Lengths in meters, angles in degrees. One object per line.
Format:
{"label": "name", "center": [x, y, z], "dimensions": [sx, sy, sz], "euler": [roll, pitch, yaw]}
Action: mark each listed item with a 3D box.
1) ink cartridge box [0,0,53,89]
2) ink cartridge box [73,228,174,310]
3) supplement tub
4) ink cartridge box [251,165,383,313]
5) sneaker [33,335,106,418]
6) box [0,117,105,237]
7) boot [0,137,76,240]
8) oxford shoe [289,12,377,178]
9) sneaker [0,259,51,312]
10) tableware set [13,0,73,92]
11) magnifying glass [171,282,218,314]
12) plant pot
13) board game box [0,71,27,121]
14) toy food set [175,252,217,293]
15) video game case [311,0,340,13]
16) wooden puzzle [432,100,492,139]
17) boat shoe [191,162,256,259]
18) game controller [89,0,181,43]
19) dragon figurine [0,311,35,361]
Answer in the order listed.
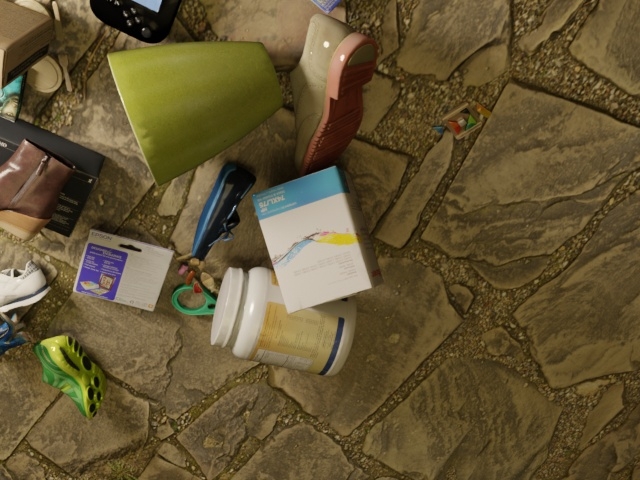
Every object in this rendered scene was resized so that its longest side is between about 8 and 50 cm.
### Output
{"label": "ink cartridge box", "center": [-0.651, -0.390, 1.525], "dimensions": [0.235, 0.193, 0.088], "euler": [21, 125, -1]}
{"label": "ink cartridge box", "center": [-0.476, 0.065, 1.991], "dimensions": [0.206, 0.045, 0.208], "euler": [16, 125, -14]}
{"label": "supplement tub", "center": [-0.091, 0.192, 1.990], "dimensions": [0.316, 0.228, 0.228], "euler": [14, 125, -12]}
{"label": "ink cartridge box", "center": [0.000, 0.000, 1.795], "dimensions": [0.197, 0.198, 0.270], "euler": [-18, 87, 10]}
{"label": "sneaker", "center": [-0.664, 0.357, 2.181], "dimensions": [0.123, 0.109, 0.295], "euler": [2, 131, 23]}
{"label": "box", "center": [-0.633, -0.146, 1.791], "dimensions": [0.261, 0.103, 0.184], "euler": [24, 124, -19]}
{"label": "boot", "center": [-0.661, -0.132, 1.707], "dimensions": [0.248, 0.090, 0.207], "euler": [28, 108, -19]}
{"label": "oxford shoe", "center": [0.003, -0.294, 1.718], "dimensions": [0.146, 0.140, 0.397], "euler": [43, 138, 20]}
{"label": "sneaker", "center": [-0.780, 0.122, 2.007], "dimensions": [0.235, 0.090, 0.095], "euler": [-20, 112, 8]}
{"label": "tableware set", "center": [-0.567, -0.394, 1.648], "dimensions": [0.128, 0.039, 0.194], "euler": [4, 123, 7]}
{"label": "magnifying glass", "center": [-0.267, 0.170, 2.092], "dimensions": [0.231, 0.026, 0.092], "euler": [18, 124, -16]}
{"label": "plant pot", "center": [-0.234, -0.285, 1.631], "dimensions": [0.293, 0.275, 0.275], "euler": [-20, 126, -6]}
{"label": "board game box", "center": [-0.698, -0.332, 1.672], "dimensions": [0.186, 0.026, 0.126], "euler": [22, 124, -4]}
{"label": "toy food set", "center": [-0.311, 0.082, 2.020], "dimensions": [0.078, 0.019, 0.122], "euler": [-18, 118, 2]}
{"label": "video game case", "center": [0.011, -0.598, 1.510], "dimensions": [0.244, 0.061, 0.269], "euler": [35, 118, -24]}
{"label": "wooden puzzle", "center": [0.313, -0.264, 1.803], "dimensions": [0.116, 0.014, 0.078], "euler": [-38, 120, 23]}
{"label": "boat shoe", "center": [-0.223, -0.051, 1.881], "dimensions": [0.089, 0.109, 0.258], "euler": [18, 126, -19]}
{"label": "game controller", "center": [-0.322, -0.532, 1.540], "dimensions": [0.166, 0.067, 0.319], "euler": [20, 123, -17]}
{"label": "dragon figurine", "center": [-0.796, 0.250, 2.021], "dimensions": [0.144, 0.289, 0.085], "euler": [-30, 86, -16]}
